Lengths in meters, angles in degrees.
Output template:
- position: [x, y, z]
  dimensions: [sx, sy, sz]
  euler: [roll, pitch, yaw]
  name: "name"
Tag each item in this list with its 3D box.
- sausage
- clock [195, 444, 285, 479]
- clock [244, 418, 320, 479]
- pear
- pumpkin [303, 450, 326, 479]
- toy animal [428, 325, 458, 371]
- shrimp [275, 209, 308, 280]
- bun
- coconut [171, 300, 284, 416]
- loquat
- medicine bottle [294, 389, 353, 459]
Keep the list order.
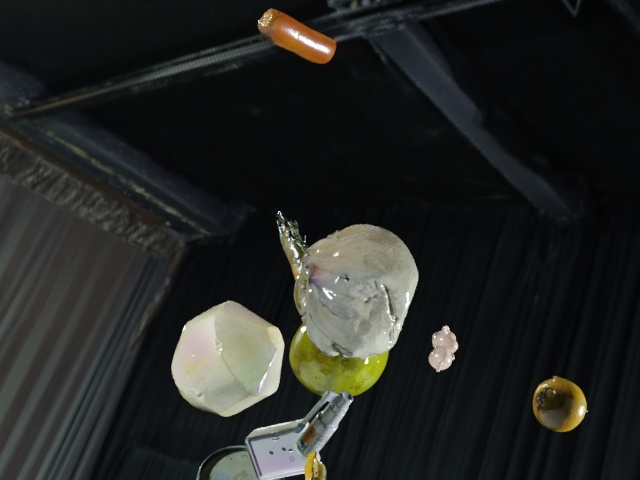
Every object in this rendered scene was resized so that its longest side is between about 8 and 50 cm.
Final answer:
- position: [-0.059, -0.581, 2.310]
  dimensions: [0.083, 0.089, 0.300]
  euler: [22, 7, 43]
  name: "sausage"
- position: [-0.244, 0.743, 2.446]
  dimensions: [0.281, 0.280, 0.055]
  euler: [17, -57, 11]
  name: "clock"
- position: [-0.113, 0.627, 2.395]
  dimensions: [0.192, 0.146, 0.071]
  euler: [-17, 5, 19]
  name: "clock"
- position: [0.067, 0.363, 2.701]
  dimensions: [0.352, 0.351, 0.413]
  euler: [24, -2, -7]
  name: "pear"
- position: [-0.014, 0.467, 1.589]
  dimensions: [0.035, 0.073, 0.101]
  euler: [-8, -45, 11]
  name: "pumpkin"
- position: [0.354, 0.316, 2.326]
  dimensions: [0.083, 0.150, 0.089]
  euler: [-25, -56, 34]
  name: "toy animal"
- position: [0.000, 0.000, 1.889]
  dimensions: [0.198, 0.262, 0.051]
  euler: [-34, -28, 14]
  name: "shrimp"
- position: [0.054, 0.097, 1.564]
  dimensions: [0.205, 0.281, 0.281]
  euler: [9, -13, -29]
  name: "bun"
- position: [-0.199, 0.269, 1.831]
  dimensions: [0.259, 0.259, 0.259]
  euler: [18, -21, 7]
  name: "coconut"
- position: [0.623, 0.425, 2.087]
  dimensions: [0.141, 0.141, 0.141]
  euler: [18, -21, 7]
  name: "loquat"
- position: [-0.002, 0.459, 2.020]
  dimensions: [0.092, 0.061, 0.220]
  euler: [21, -61, -25]
  name: "medicine bottle"
